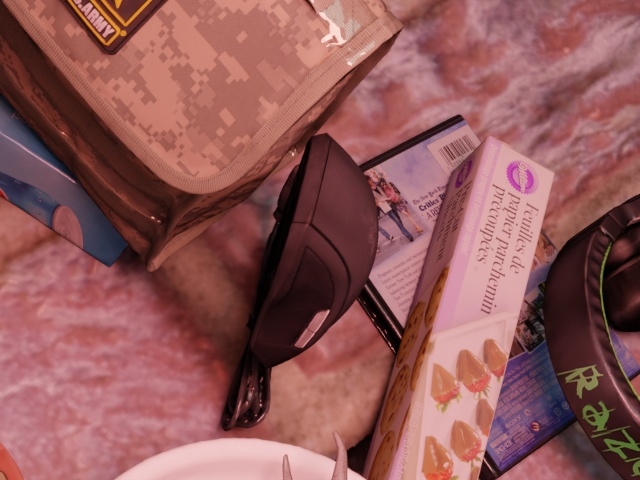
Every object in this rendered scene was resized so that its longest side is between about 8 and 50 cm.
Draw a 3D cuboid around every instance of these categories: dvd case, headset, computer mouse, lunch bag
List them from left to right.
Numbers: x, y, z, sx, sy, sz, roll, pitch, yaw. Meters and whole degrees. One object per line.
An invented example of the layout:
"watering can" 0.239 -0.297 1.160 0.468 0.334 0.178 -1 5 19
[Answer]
"lunch bag" -0.095 -0.140 0.930 0.169 0.287 0.235 -39 88 -24
"computer mouse" 0.000 0.000 1.025 0.060 0.262 0.184 16 53 -4
"dvd case" 0.115 0.038 1.215 0.180 0.022 0.253 -29 80 -35
"headset" 0.325 0.043 1.216 0.243 0.185 0.394 50 41 0

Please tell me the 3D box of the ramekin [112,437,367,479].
"ramekin" -0.056 0.268 0.929 0.277 0.135 0.277 13 58 -22

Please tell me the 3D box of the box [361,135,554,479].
"box" 0.096 0.073 1.132 0.063 0.067 0.324 28 56 -12

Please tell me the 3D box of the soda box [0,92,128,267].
"soda box" -0.203 -0.075 1.072 0.210 0.071 0.067 35 55 -8

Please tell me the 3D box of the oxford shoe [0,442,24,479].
"oxford shoe" -0.323 0.092 0.887 0.140 0.146 0.397 -32 63 -35

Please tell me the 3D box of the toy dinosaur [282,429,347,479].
"toy dinosaur" 0.047 0.226 0.796 0.121 0.313 0.160 -36 109 -11
